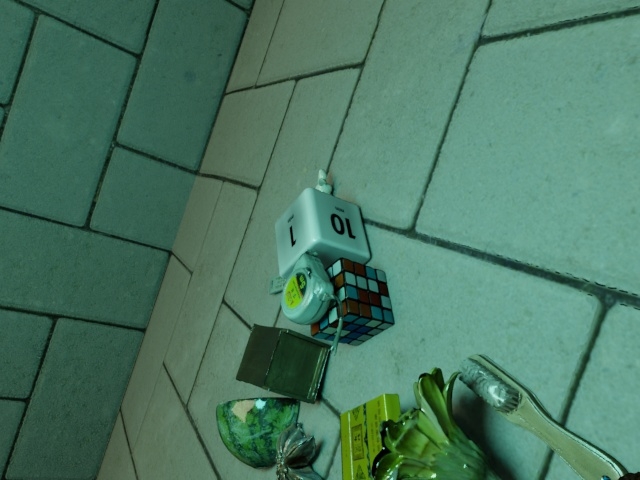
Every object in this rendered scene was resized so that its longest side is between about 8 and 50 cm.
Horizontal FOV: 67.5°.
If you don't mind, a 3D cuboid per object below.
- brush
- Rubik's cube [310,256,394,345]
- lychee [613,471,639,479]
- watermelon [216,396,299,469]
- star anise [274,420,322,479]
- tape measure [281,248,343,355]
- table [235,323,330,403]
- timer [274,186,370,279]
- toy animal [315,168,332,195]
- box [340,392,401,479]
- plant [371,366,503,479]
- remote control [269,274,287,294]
[{"bbox_3d":[0.343,0.291,0.800,0.327,0.065,0.070,38,104,56],"label":"brush"},{"bbox_3d":[0.071,0.157,1.204,0.154,0.151,0.155,-39,45,40],"label":"Rubik's cube"},{"bbox_3d":[0.412,0.361,0.545,0.194,0.194,0.195,-32,49,46],"label":"lychee"},{"bbox_3d":[-0.192,0.552,1.440,0.305,0.180,0.224,-33,92,41],"label":"watermelon"},{"bbox_3d":[-0.065,0.592,1.263,0.229,0.092,0.236,-61,29,28],"label":"star anise"},{"bbox_3d":[-0.005,0.170,1.090,0.164,0.084,0.330,-60,32,24],"label":"tape measure"},{"bbox_3d":[-0.100,0.346,1.349,0.193,0.172,0.169,-9,59,54],"label":"table"},{"bbox_3d":[0.000,0.000,1.352,0.194,0.192,0.195,-45,40,36],"label":"timer"},{"bbox_3d":[-0.001,-0.152,1.549,0.124,0.085,0.071,-50,20,23],"label":"toy animal"},{"bbox_3d":[0.105,0.435,1.037,0.279,0.040,0.153,123,149,-57],"label":"box"},{"bbox_3d":[0.197,0.389,0.780,0.297,0.261,0.306,29,115,55],"label":"plant"},{"bbox_3d":[-0.126,0.143,1.635,0.162,0.029,0.061,-21,59,46],"label":"remote control"}]
